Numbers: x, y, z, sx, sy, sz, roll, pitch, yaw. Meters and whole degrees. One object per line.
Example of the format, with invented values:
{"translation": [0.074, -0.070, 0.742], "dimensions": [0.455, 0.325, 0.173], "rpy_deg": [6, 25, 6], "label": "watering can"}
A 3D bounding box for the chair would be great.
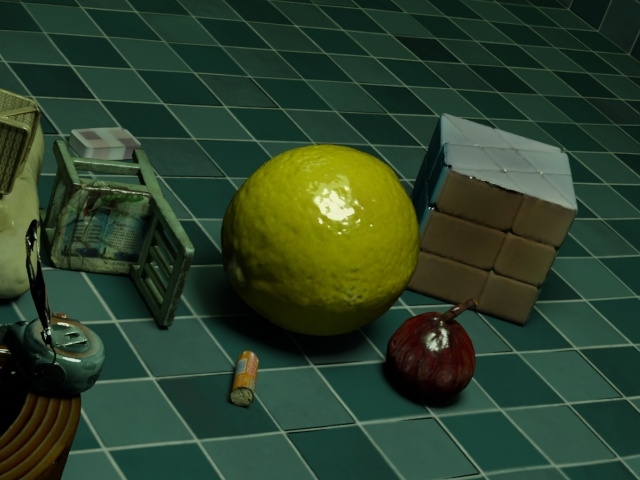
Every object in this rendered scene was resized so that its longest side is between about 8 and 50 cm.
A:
{"translation": [-0.290, -0.013, 2.114], "dimensions": [0.147, 0.136, 0.270], "rpy_deg": [5, 32, -25], "label": "chair"}

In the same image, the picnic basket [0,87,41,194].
{"translation": [-0.451, -0.140, 1.981], "dimensions": [0.164, 0.115, 0.079], "rpy_deg": [17, 31, -13], "label": "picnic basket"}

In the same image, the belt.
{"translation": [-0.382, 0.222, 1.632], "dimensions": [0.217, 0.122, 0.339], "rpy_deg": [24, 27, 4], "label": "belt"}

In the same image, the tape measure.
{"translation": [-0.279, 0.073, 1.690], "dimensions": [0.107, 0.180, 0.104], "rpy_deg": [-1, 19, -42], "label": "tape measure"}

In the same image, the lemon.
{"translation": [0.001, 0.000, 2.148], "dimensions": [0.293, 0.293, 0.293], "rpy_deg": [16, 27, -8], "label": "lemon"}

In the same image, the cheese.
{"translation": [-0.455, -0.056, 2.094], "dimensions": [0.328, 0.130, 0.351], "rpy_deg": [41, 33, 25], "label": "cheese"}

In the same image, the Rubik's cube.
{"translation": [0.259, -0.039, 2.441], "dimensions": [0.221, 0.225, 0.231], "rpy_deg": [18, 27, -5], "label": "Rubik's cube"}

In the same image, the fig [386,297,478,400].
{"translation": [0.163, 0.157, 2.128], "dimensions": [0.128, 0.150, 0.128], "rpy_deg": [14, 64, -31], "label": "fig"}

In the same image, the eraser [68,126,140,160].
{"translation": [-0.344, -0.154, 2.459], "dimensions": [0.105, 0.026, 0.065], "rpy_deg": [-5, 34, -41], "label": "eraser"}

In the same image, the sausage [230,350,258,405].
{"translation": [-0.097, 0.175, 2.014], "dimensions": [0.031, 0.031, 0.107], "rpy_deg": [18, 27, -5], "label": "sausage"}
